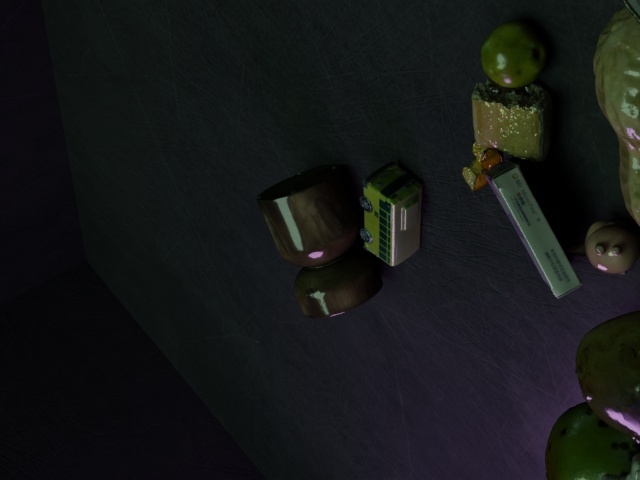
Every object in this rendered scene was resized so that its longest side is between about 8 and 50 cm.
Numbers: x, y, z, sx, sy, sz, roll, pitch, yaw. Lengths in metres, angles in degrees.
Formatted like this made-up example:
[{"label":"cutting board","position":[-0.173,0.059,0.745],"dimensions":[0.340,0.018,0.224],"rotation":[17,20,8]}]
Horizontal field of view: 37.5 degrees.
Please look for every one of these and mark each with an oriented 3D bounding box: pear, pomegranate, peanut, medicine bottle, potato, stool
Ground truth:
[{"label":"pear","position":[0.264,-0.256,1.316],"dimensions":[0.097,0.092,0.092],"rotation":[-6,111,61]},{"label":"pomegranate","position":[0.485,0.361,1.438],"dimensions":[0.285,0.231,0.231],"rotation":[15,135,17]},{"label":"peanut","position":[0.405,-0.137,1.141],"dimensions":[0.120,0.136,0.298],"rotation":[3,119,47]},{"label":"medicine bottle","position":[0.315,-0.024,1.401],"dimensions":[0.201,0.052,0.171],"rotation":[61,-171,-4]},{"label":"potato","position":[0.485,0.198,1.286],"dimensions":[0.307,0.173,0.210],"rotation":[17,129,48]},{"label":"stool","position":[0.000,0.000,1.903],"dimensions":[0.179,0.179,0.264],"rotation":[5,120,58]}]

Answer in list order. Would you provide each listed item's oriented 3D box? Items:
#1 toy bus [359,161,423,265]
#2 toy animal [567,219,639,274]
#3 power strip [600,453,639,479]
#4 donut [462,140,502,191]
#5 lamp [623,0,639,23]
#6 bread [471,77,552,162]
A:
[{"label":"toy bus","position":[0.133,-0.047,1.735],"dimensions":[0.101,0.088,0.175],"rotation":[38,148,33]},{"label":"toy animal","position":[0.402,0.012,1.315],"dimensions":[0.083,0.089,0.150],"rotation":[53,-171,13]},{"label":"power strip","position":[0.550,0.362,1.267],"dimensions":[0.338,0.058,0.098],"rotation":[8,100,16]},{"label":"donut","position":[0.251,-0.123,1.492],"dimensions":[0.083,0.067,0.038],"rotation":[44,-165,-54]},{"label":"lamp","position":[0.414,-0.218,0.918],"dimensions":[0.267,0.047,0.269],"rotation":[58,174,15]},{"label":"bread","position":[0.282,-0.180,1.369],"dimensions":[0.125,0.082,0.106],"rotation":[23,146,35]}]
